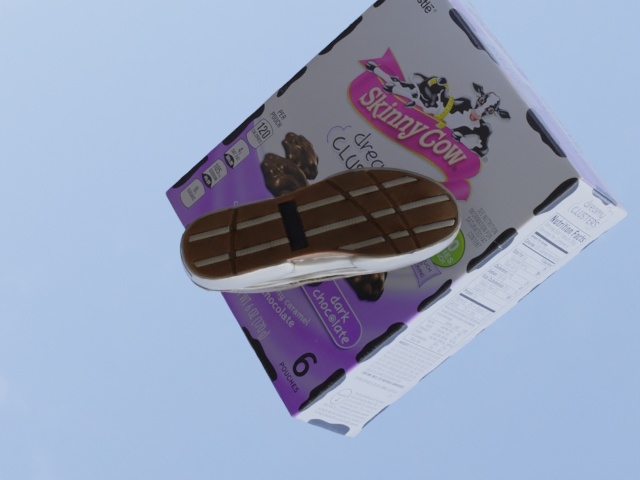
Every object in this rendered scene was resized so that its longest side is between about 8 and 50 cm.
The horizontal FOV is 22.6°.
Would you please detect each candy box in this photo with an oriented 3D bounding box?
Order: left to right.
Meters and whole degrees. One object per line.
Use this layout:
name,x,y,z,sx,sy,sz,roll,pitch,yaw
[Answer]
candy box,0.036,-0.021,0.861,0.196,0.070,0.165,-41,-121,15

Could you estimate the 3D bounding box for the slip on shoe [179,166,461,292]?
slip on shoe,0.000,0.000,0.777,0.135,0.041,0.051,-14,-109,-4
